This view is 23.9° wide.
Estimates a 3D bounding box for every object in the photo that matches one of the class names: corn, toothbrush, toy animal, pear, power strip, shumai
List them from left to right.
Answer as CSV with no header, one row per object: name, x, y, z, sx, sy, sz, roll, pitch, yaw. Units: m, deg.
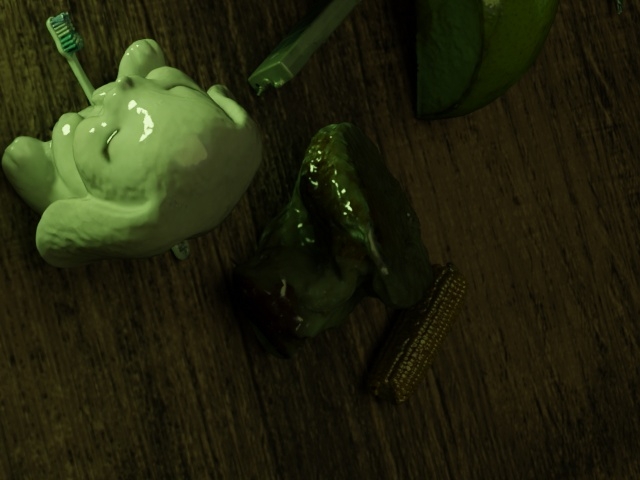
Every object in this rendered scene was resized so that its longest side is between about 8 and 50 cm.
toothbrush,-0.219,-0.111,1.660,0.030,0.030,0.304,-36,106,-34
toy animal,-0.164,-0.080,1.526,0.271,0.265,0.206,-41,110,-23
power strip,-0.015,-0.246,1.793,0.029,0.080,0.227,48,58,-17
shumai,0.000,0.000,1.752,0.222,0.203,0.272,59,21,-15
corn,0.121,0.111,1.842,0.068,0.068,0.207,43,60,-23
pear,0.238,-0.295,1.891,0.239,0.139,0.288,-26,124,-40

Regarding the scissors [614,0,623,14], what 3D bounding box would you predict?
scissors,0.426,-0.509,2.186,0.256,0.029,0.384,-14,89,-37
